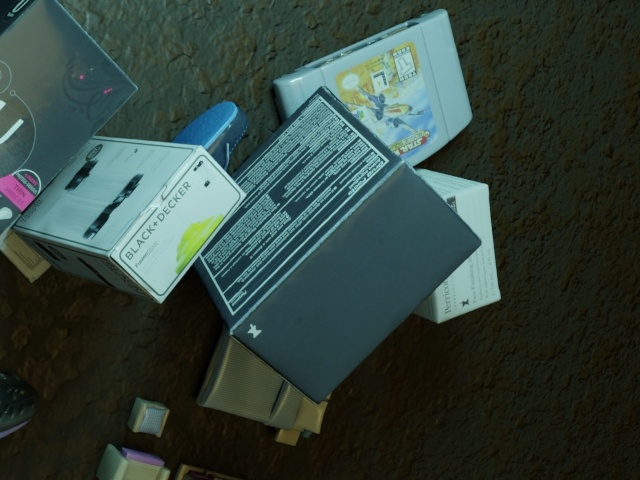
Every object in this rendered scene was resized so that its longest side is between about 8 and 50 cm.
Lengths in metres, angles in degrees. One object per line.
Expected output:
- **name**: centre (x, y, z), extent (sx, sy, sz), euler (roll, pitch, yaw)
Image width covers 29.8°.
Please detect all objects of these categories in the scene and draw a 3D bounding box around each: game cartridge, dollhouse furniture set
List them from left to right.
- **game cartridge**: centre (-0.375, 0.007, 1.530), extent (0.056, 0.017, 0.083), euler (-43, 119, -12)
- **dollhouse furniture set**: centre (-0.097, 0.246, 1.644), extent (0.286, 0.198, 0.303), euler (22, 89, -33)
- **game cartridge**: centre (0.085, -0.192, 1.738), extent (0.297, 0.062, 0.198), euler (-27, 110, -23)

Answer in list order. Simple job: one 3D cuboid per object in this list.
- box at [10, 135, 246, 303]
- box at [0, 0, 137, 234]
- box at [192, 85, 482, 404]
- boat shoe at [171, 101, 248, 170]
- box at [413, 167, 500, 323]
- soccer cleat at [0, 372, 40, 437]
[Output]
- **box**: centre (-0.236, -0.032, 1.433), extent (0.087, 0.290, 0.169), euler (48, 68, -30)
- **box**: centre (-0.379, -0.147, 1.416), extent (0.270, 0.143, 0.165), euler (-50, 121, -12)
- **box**: centre (0.000, 0.000, 1.550), extent (0.296, 0.294, 0.183), euler (-45, 120, 4)
- **boat shoe**: centre (-0.180, -0.068, 1.590), extent (0.258, 0.109, 0.089), euler (-47, 120, 6)
- **box**: centre (0.154, 0.003, 1.746), extent (0.119, 0.182, 0.181), euler (-19, 111, -27)
- **soccer cleat**: centre (-0.495, 0.253, 1.469), extent (0.318, 0.108, 0.116), euler (-19, 138, -39)
